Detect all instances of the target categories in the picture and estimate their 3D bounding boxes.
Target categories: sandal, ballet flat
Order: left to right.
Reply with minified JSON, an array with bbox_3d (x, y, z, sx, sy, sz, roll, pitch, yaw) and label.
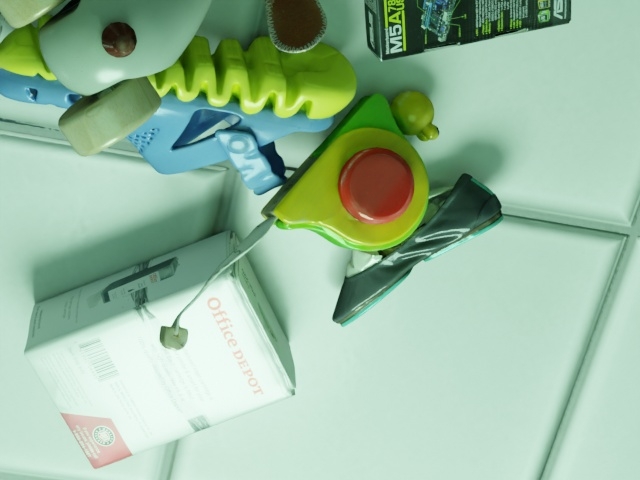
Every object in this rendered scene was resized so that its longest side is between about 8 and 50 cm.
[{"bbox_3d":[-0.133,-0.115,1.479,0.317,0.126,0.138,9,123,-8],"label":"sandal"},{"bbox_3d":[0.078,0.003,1.596,0.203,0.074,0.074,-35,117,20],"label":"ballet flat"}]

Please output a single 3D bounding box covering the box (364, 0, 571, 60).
[{"bbox_3d":[0.125,-0.261,1.434,0.184,0.045,0.190,-12,121,-11],"label":"box"}]

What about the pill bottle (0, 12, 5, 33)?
[{"bbox_3d":[-0.287,-0.261,1.372,0.131,0.131,0.229,17,117,-14],"label":"pill bottle"}]

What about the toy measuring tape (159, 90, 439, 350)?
[{"bbox_3d":[0.000,0.000,1.517,0.330,0.121,0.121,-49,115,-9],"label":"toy measuring tape"}]

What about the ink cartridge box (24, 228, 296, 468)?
[{"bbox_3d":[-0.151,0.105,1.618,0.218,0.092,0.158,-20,120,9],"label":"ink cartridge box"}]

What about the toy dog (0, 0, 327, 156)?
[{"bbox_3d":[-0.100,-0.214,1.320,0.220,0.161,0.333,38,78,-25],"label":"toy dog"}]
